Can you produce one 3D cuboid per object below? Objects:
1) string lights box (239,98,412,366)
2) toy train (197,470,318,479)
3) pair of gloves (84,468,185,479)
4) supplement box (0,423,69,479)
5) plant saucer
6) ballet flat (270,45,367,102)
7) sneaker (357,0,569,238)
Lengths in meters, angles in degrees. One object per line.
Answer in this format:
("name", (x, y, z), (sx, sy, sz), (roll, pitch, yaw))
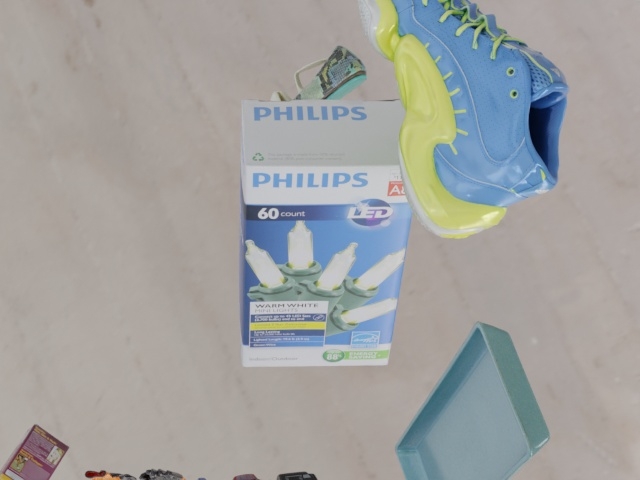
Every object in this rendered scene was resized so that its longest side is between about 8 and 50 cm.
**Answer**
("string lights box", (0.000, 0.000, 1.053), (0.133, 0.259, 0.076), (-1, 50, -4))
("toy train", (-0.076, 0.261, 1.338), (0.158, 0.027, 0.036), (-2, 50, -20))
("pair of gloves", (-0.168, 0.218, 1.172), (0.083, 0.074, 0.010), (-5, 71, 9))
("supplement box", (-0.361, 0.280, 1.597), (0.055, 0.043, 0.083), (37, 58, -11))
("plant saucer", (0.075, 0.106, 0.659), (0.018, 0.192, 0.067), (-13, 66, -16))
("ballet flat", (-0.024, -0.178, 1.624), (0.070, 0.188, 0.070), (45, 20, -22))
("sneaker", (0.106, -0.127, 0.879), (0.091, 0.126, 0.240), (-7, 83, -58))
